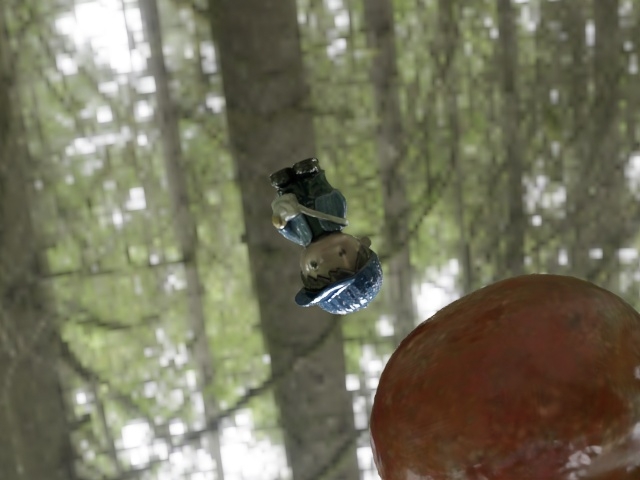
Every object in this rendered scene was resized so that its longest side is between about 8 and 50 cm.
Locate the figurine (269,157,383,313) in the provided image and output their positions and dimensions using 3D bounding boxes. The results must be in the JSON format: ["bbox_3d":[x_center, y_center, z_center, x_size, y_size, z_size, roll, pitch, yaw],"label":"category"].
[{"bbox_3d":[0.000,0.000,1.743,0.086,0.149,0.087,-24,175,6],"label":"figurine"}]

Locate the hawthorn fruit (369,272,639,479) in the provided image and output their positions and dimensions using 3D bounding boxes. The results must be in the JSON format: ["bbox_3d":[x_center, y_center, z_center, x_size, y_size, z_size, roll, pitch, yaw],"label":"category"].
[{"bbox_3d":[0.181,0.154,1.510,0.284,0.284,0.284,-4,-151,2],"label":"hawthorn fruit"}]
